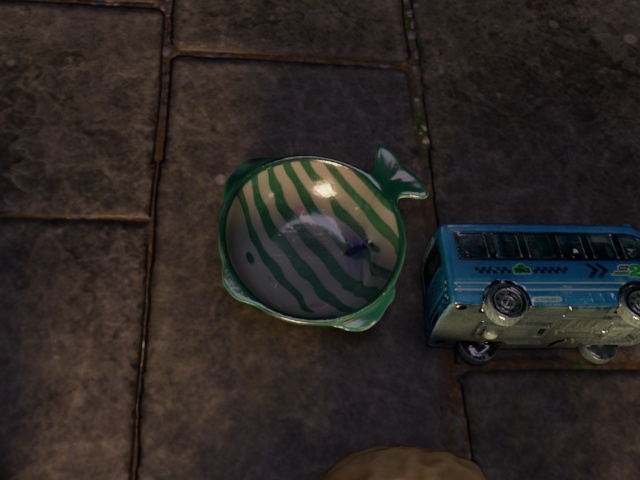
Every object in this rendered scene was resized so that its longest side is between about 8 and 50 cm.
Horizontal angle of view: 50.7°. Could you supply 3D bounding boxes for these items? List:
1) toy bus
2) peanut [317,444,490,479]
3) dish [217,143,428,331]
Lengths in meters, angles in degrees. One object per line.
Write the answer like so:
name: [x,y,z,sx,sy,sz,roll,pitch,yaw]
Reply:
toy bus: [0.237,0.051,0.723,0.246,0.113,0.134,0,57,-6]
peanut: [0.077,0.294,0.571,0.197,0.110,0.233,9,62,-22]
dish: [0.000,0.000,0.734,0.246,0.078,0.224,-35,73,-21]
